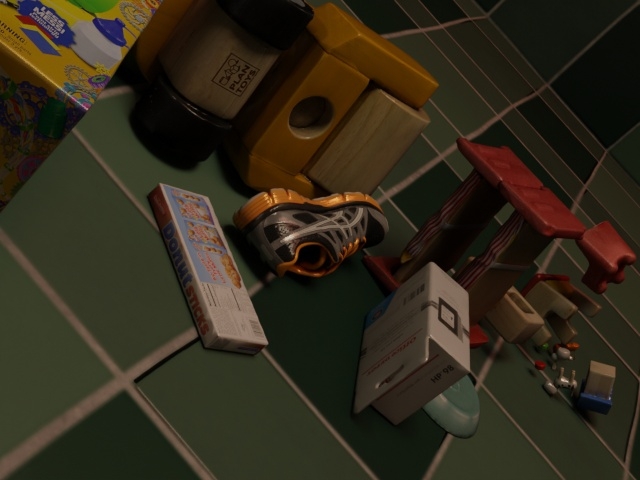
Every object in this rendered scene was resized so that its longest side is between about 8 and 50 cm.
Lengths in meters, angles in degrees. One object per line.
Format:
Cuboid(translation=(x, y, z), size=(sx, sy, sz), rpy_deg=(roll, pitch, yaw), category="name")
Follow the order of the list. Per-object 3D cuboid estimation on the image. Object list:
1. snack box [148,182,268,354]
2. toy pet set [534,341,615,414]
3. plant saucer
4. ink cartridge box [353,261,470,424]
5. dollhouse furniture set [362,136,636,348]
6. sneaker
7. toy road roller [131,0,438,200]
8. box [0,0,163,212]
Cuboid(translation=(-0.105, 0.024, 0.908), size=(0.064, 0.022, 0.178), rpy_deg=(15, 40, -47), category="snack box")
Cuboid(translation=(0.347, 0.192, 1.357), size=(0.114, 0.065, 0.122), rpy_deg=(15, 18, 13), category="toy pet set")
Cuboid(translation=(0.140, 0.163, 1.094), size=(0.119, 0.021, 0.119), rpy_deg=(36, 28, -22), category="plant saucer")
Cuboid(translation=(0.094, 0.113, 0.998), size=(0.060, 0.104, 0.180), rpy_deg=(42, 27, -15), category="ink cartridge box")
Cuboid(translation=(0.253, 0.014, 1.240), size=(0.374, 0.201, 0.152), rpy_deg=(5, 40, -52), category="dollhouse furniture set")
Cuboid(translation=(0.000, 0.000, 1.049), size=(0.215, 0.084, 0.083), rpy_deg=(-2, 56, -47), category="sneaker")
Cuboid(translation=(-0.056, -0.196, 1.105), size=(0.329, 0.202, 0.240), rpy_deg=(25, 22, -38), category="toy road roller")
Cuboid(translation=(-0.299, -0.185, 0.727), size=(0.290, 0.177, 0.279), rpy_deg=(39, 26, -18), category="box")
